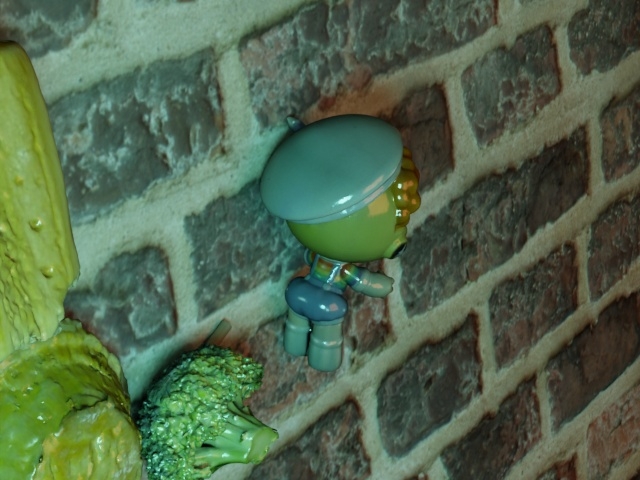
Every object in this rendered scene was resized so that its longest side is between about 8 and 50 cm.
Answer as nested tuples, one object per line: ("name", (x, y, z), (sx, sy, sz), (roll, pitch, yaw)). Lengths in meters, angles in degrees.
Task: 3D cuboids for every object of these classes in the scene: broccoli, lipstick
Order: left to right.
("broccoli", (-0.151, 0.239, 1.993), (0.226, 0.176, 0.198), (-1, 120, -40))
("lipstick", (-0.156, 0.152, 2.098), (0.094, 0.019, 0.019), (-56, 137, -28))

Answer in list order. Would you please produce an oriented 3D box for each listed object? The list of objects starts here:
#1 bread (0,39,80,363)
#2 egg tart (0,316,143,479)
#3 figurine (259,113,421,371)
("bread", (-0.431, -0.059, 1.484), (0.361, 0.250, 0.394), (-33, 109, -67))
("egg tart", (-0.320, 0.269, 1.818), (0.341, 0.132, 0.341), (-20, 116, -50))
("figurine", (0.023, 0.013, 2.132), (0.205, 0.224, 0.382), (-16, 112, -47))
